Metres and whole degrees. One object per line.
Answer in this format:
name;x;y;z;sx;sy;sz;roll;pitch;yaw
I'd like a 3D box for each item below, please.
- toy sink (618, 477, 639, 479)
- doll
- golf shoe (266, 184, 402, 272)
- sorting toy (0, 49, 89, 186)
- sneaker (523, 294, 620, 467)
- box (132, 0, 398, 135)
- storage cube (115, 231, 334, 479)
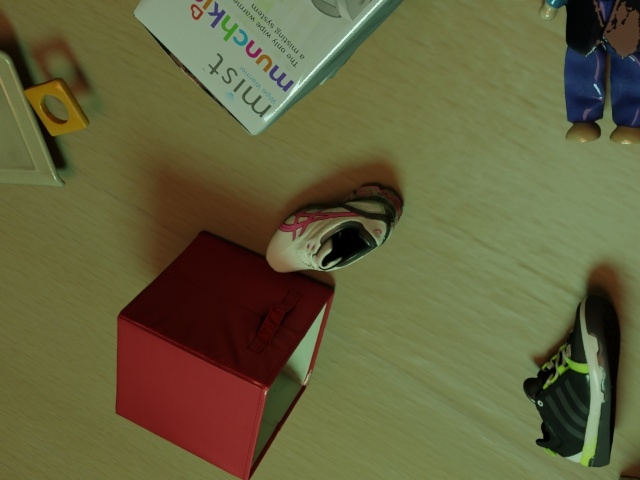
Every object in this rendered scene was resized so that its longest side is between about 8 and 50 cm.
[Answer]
toy sink;0.421;0.285;0.786;0.234;0.153;0.131;3;124;27
doll;0.239;-0.174;0.616;0.129;0.046;0.189;8;120;33
golf shoe;0.000;0.000;0.840;0.186;0.086;0.067;-25;111;39
sorting toy;-0.421;-0.157;0.970;0.347;0.047;0.196;5;129;25
sneaker;0.265;0.160;0.820;0.097;0.084;0.235;6;125;25
box;0.033;-0.229;0.540;0.127;0.262;0.231;45;132;-8
storage cube;-0.118;0.136;0.934;0.193;0.184;0.215;23;131;12
